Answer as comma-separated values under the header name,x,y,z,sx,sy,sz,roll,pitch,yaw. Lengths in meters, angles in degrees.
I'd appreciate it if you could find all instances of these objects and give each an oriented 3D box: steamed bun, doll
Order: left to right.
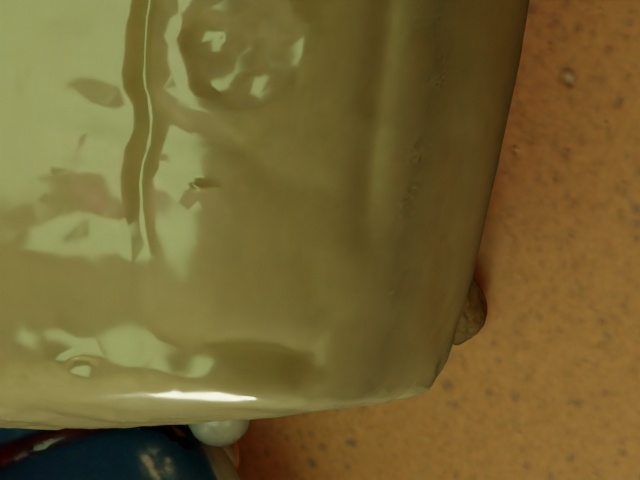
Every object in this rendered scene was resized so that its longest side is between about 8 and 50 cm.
name,x,y,z,sx,sy,sz,roll,pitch,yaw
steamed bun,-0.135,-0.115,0.828,0.456,0.290,0.371,13,107,12
doll,-0.120,0.117,1.018,0.215,0.161,0.257,-18,84,43

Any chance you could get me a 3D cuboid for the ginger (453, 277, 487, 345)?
name,x,y,z,sx,sy,sz,roll,pitch,yaw
ginger,0.002,-0.002,0.960,0.173,0.051,0.069,22,120,18
